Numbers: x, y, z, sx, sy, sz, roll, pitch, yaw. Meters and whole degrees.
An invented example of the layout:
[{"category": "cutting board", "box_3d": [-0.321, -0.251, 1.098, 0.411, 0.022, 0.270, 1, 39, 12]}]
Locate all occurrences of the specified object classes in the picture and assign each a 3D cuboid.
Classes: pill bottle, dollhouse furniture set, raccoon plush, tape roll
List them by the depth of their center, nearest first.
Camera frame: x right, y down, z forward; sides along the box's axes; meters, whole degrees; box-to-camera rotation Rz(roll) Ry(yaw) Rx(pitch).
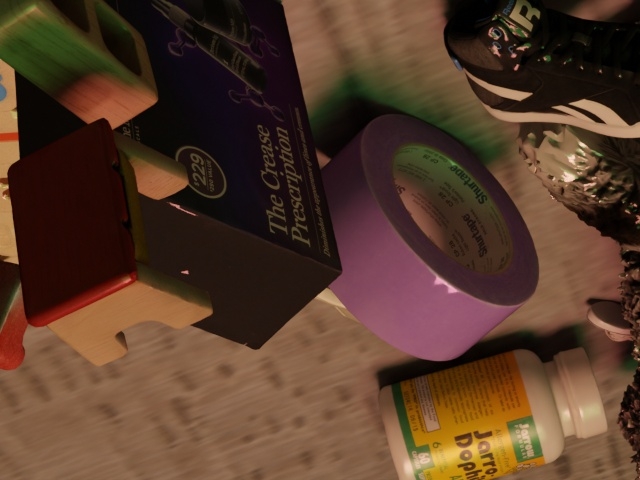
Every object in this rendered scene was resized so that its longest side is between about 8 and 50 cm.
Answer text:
[{"category": "dollhouse furniture set", "box_3d": [-0.213, -0.099, 0.878, 0.201, 0.374, 0.152, -26, 146, 18]}, {"category": "tape roll", "box_3d": [0.080, -0.004, 1.239, 0.189, 0.189, 0.080, 22, 131, -35]}, {"category": "raccoon plush", "box_3d": [0.287, 0.070, 1.414, 0.446, 0.216, 0.299, 38, 125, -9]}, {"category": "pill bottle", "box_3d": [0.170, 0.174, 1.534, 0.208, 0.118, 0.118, -16, 141, 4]}]

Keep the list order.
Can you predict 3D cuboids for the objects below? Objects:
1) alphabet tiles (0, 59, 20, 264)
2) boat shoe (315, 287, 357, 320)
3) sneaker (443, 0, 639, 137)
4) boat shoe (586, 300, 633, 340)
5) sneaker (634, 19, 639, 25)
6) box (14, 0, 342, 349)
[{"category": "alphabet tiles", "box_3d": [-0.275, -0.045, 1.212, 0.277, 0.021, 0.284, -3, 140, 3]}, {"category": "boat shoe", "box_3d": [0.000, 0.000, 1.322, 0.319, 0.116, 0.099, 25, 83, -27]}, {"category": "sneaker", "box_3d": [0.181, -0.137, 1.125, 0.216, 0.079, 0.121, 1, 151, 41]}, {"category": "boat shoe", "box_3d": [0.297, 0.085, 1.528, 0.100, 0.035, 0.035, 8, 134, -33]}, {"category": "sneaker", "box_3d": [0.274, -0.179, 1.197, 0.161, 0.057, 0.075, -22, 123, 13]}, {"category": "box", "box_3d": [-0.102, -0.078, 1.044, 0.184, 0.261, 0.103, 20, 131, -34]}]
